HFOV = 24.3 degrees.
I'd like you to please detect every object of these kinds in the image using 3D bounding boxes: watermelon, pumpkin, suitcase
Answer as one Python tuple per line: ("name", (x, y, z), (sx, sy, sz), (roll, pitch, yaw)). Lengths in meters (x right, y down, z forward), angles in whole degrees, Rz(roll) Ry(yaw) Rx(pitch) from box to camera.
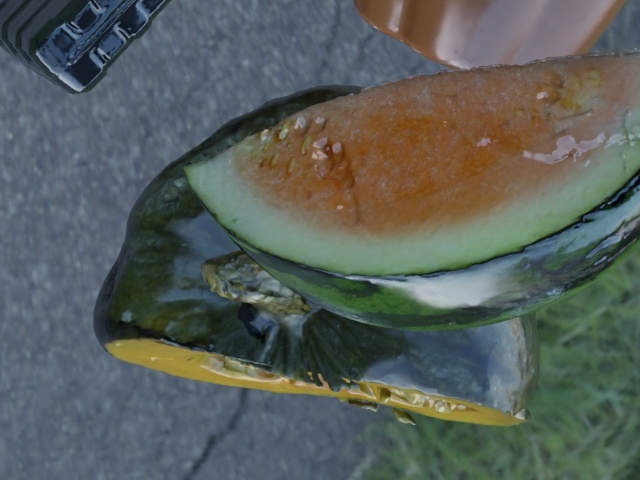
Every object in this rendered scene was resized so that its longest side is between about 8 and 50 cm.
("watermelon", (0.061, -0.024, 0.666), (0.245, 0.119, 0.063), (-14, 156, 13))
("pumpkin", (0.000, 0.000, 1.044), (0.325, 0.232, 0.242), (5, 171, 20))
("suitcase", (-0.148, -0.250, 1.234), (0.285, 0.206, 0.066), (-48, 117, -6))

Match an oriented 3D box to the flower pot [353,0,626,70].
("flower pot", (0.100, -0.184, 0.784), (0.191, 0.190, 0.173), (10, 116, -25))
